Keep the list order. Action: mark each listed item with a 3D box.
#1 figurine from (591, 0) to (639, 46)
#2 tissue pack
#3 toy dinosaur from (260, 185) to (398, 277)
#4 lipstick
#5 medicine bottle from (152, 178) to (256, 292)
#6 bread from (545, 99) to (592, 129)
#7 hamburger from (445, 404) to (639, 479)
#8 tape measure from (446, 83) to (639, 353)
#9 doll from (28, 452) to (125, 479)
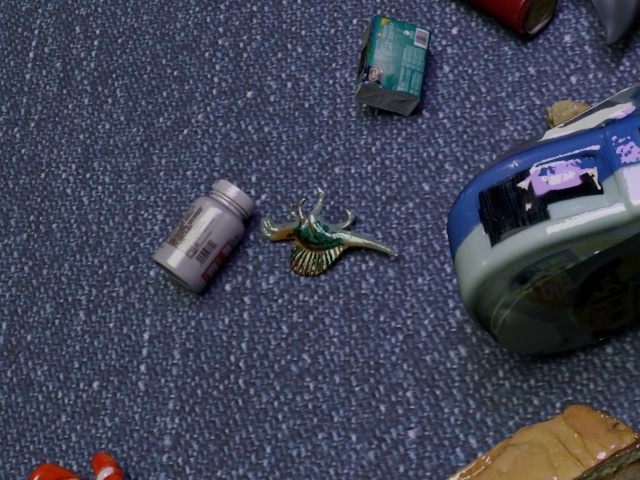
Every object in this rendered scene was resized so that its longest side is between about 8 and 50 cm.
[{"bbox_3d":[0.381,-0.399,1.301,0.193,0.265,0.140,-23,26,-20],"label":"figurine"},{"bbox_3d":[0.092,-0.228,1.407,0.085,0.079,0.111,14,65,-9],"label":"tissue pack"},{"bbox_3d":[0.002,0.001,1.339,0.187,0.044,0.106,42,97,22],"label":"toy dinosaur"},{"bbox_3d":[0.211,-0.358,1.424,0.080,0.080,0.241,-44,55,-5],"label":"lipstick"},{"bbox_3d":[-0.149,-0.007,1.379,0.079,0.079,0.140,29,76,33],"label":"medicine bottle"},{"bbox_3d":[0.330,-0.102,1.245,0.154,0.054,0.136,5,68,28],"label":"bread"},{"bbox_3d":[0.203,0.267,1.059,0.262,0.124,0.131,-30,36,0],"label":"hamburger"},{"bbox_3d":[0.264,0.003,1.085,0.262,0.259,0.138,-24,56,10],"label":"tape measure"},{"bbox_3d":[-0.241,0.353,1.188,0.336,0.105,0.200,9,65,43],"label":"doll"}]
